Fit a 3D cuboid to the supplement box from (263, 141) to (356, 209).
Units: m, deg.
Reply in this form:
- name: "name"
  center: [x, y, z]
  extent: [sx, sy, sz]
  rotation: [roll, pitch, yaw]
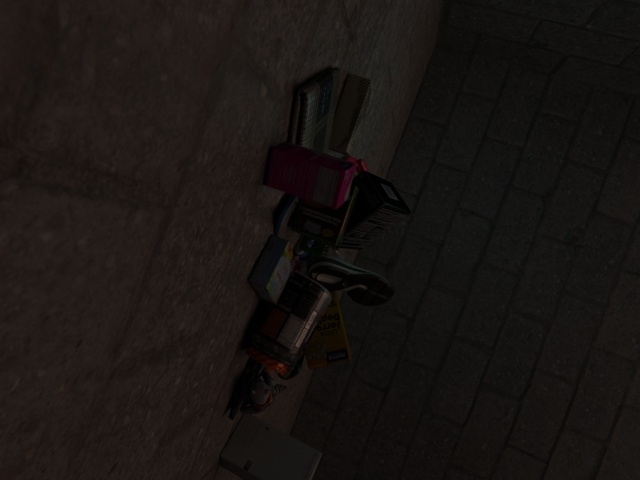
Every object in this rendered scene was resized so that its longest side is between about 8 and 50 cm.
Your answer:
- name: "supplement box"
  center: [-0.028, -0.180, 1.129]
  extent: [0.111, 0.219, 0.114]
  rotation: [-47, 155, -61]

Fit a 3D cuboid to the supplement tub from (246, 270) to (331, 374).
- name: "supplement tub"
  center: [-0.119, 0.300, 1.521]
  extent: [0.338, 0.206, 0.207]
  rotation: [-60, 166, -14]

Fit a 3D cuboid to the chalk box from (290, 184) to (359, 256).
- name: "chalk box"
  center: [0.011, -0.089, 1.525]
  extent: [0.179, 0.180, 0.289]
  rotation: [-30, 141, -79]

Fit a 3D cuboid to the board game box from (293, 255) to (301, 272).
- name: "board game box"
  center: [-0.114, 0.143, 1.659]
  extent: [0.133, 0.033, 0.169]
  rotation: [-48, 158, -29]

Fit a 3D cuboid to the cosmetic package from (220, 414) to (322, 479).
- name: "cosmetic package"
  center: [-0.212, 0.943, 1.776]
  extent: [0.156, 0.384, 0.217]
  rotation: [99, 17, -44]

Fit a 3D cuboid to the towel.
- name: "towel"
  center: [-0.025, -0.354, 1.301]
  extent: [0.312, 0.056, 0.325]
  rotation: [-59, 162, -51]

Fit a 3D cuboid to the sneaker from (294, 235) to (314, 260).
- name: "sneaker"
  center: [-0.055, 0.017, 1.711]
  extent: [0.152, 0.058, 0.085]
  rotation: [-57, 158, -30]

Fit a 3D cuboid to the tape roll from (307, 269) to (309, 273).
- name: "tape roll"
  center: [0.008, 0.093, 2.069]
  extent: [0.189, 0.080, 0.189]
  rotation: [20, 90, -78]

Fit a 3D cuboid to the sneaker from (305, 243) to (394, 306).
- name: "sneaker"
  center: [0.126, 0.122, 1.845]
  extent: [0.169, 0.446, 0.258]
  rotation: [-53, -149, 25]

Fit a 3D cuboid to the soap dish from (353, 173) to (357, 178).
- name: "soap dish"
  center: [0.135, -0.159, 2.120]
  extent: [0.291, 0.118, 0.229]
  rotation: [96, 19, -47]

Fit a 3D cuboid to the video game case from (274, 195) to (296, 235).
- name: "video game case"
  center: [-0.101, -0.106, 1.363]
  extent: [0.166, 0.015, 0.119]
  rotation: [-61, 178, -33]

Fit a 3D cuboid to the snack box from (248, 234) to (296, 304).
- name: "snack box"
  center: [-0.156, 0.104, 1.393]
  extent: [0.207, 0.070, 0.175]
  rotation: [81, 32, -65]

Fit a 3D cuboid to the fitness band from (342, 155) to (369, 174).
- name: "fitness band"
  center: [0.171, -0.261, 1.949]
  extent: [0.291, 0.054, 0.209]
  rotation: [58, 47, -34]

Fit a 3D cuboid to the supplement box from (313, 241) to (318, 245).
- name: "supplement box"
  center: [0.000, 0.000, 1.933]
  extent: [0.083, 0.056, 0.083]
  rotation: [-57, 162, -45]

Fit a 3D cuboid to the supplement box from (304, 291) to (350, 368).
- name: "supplement box"
  center: [0.009, 0.387, 1.892]
  extent: [0.195, 0.193, 0.357]
  rotation: [71, 5, -72]

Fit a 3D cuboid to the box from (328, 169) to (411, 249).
- name: "box"
  center: [0.172, -0.115, 1.730]
  extent: [0.294, 0.183, 0.296]
  rotation: [-39, 158, 23]

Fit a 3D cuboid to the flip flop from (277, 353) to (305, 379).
- name: "flip flop"
  center: [-0.154, 0.667, 2.284]
  extent: [0.080, 0.112, 0.277]
  rotation: [-60, 180, 33]

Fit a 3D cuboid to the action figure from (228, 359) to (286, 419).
- name: "action figure"
  center: [-0.215, 0.557, 1.652]
  extent: [0.330, 0.178, 0.342]
  rotation: [92, 22, -82]

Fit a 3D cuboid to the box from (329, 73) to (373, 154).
- name: "box"
  center: [0.110, -0.468, 1.560]
  extent: [0.113, 0.094, 0.276]
  rotation: [-14, 123, -77]
